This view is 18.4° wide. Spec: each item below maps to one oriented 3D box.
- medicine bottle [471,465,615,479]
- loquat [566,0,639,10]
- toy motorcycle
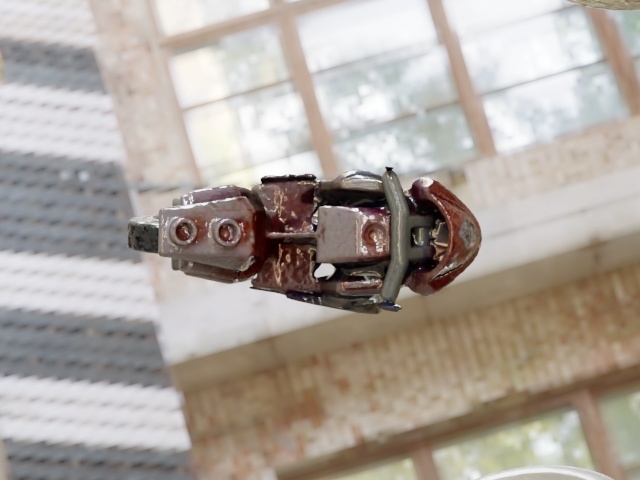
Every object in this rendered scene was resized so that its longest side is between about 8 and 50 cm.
[{"bbox_3d":[0.098,0.189,0.838,0.105,0.105,0.168,-111,-173,-72],"label":"medicine bottle"},{"bbox_3d":[0.196,-0.262,1.180,0.263,0.263,0.263,164,-90,-88],"label":"loquat"},{"bbox_3d":[0.000,0.001,1.132,0.122,0.213,0.082,170,-79,-73],"label":"toy motorcycle"}]
